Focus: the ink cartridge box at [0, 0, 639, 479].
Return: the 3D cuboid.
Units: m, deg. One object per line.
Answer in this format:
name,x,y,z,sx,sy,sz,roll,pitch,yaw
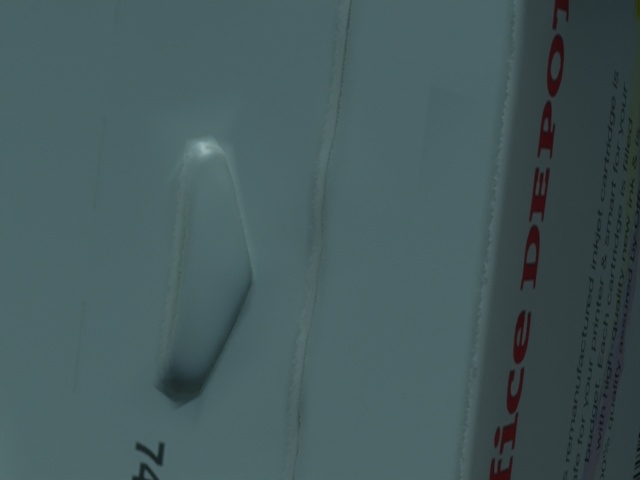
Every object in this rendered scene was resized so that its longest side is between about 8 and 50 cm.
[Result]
ink cartridge box,0.000,0.000,0.520,0.197,0.198,0.270,8,-176,23
